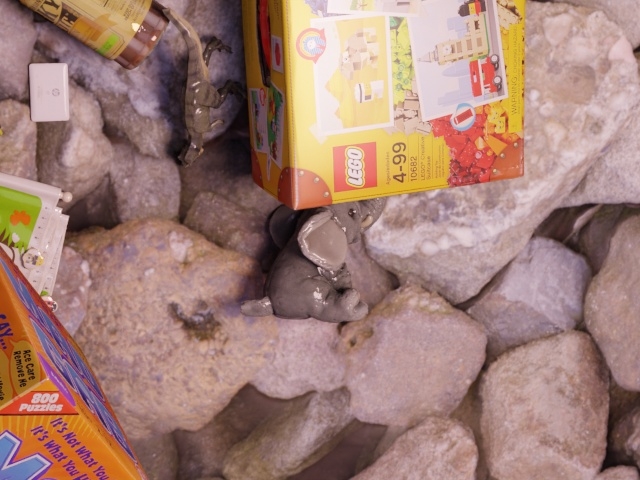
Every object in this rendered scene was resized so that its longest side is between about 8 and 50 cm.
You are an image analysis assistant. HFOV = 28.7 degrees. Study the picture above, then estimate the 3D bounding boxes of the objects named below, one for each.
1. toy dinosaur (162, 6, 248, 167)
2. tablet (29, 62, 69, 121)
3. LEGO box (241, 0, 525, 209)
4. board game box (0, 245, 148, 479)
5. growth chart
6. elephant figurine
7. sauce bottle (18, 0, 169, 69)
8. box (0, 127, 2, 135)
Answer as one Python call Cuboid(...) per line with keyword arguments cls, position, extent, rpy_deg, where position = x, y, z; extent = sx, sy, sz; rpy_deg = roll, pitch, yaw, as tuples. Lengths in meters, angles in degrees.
Cuboid(cls="toy dinosaur", position=(-0.167, -0.229, 1.811), extent=(0.118, 0.064, 0.268), rpy_deg=(-39, 139, -40))
Cuboid(cls="tablet", position=(-0.389, -0.213, 1.799), extent=(0.054, 0.006, 0.083), rpy_deg=(-4, 107, -16))
Cuboid(cls="LEGO box", position=(0.089, -0.328, 1.798), extent=(0.372, 0.193, 0.500), rpy_deg=(-9, 108, -19))
Cuboid(cls="board game box", position=(-0.485, 0.254, 1.652), extent=(0.356, 0.356, 0.356), rpy_deg=(-32, 138, -6))
Cuboid(cls="growth chart", position=(-0.455, 0.015, 1.837), extent=(0.172, 0.021, 0.237), rpy_deg=(6, 103, -17))
Cuboid(cls="elephant figurine", position=(0.000, 0.000, 1.918), extent=(0.169, 0.186, 0.239), rpy_deg=(6, 94, 25))
Cuboid(cls="sauce bottle", position=(-0.373, -0.365, 1.707), extent=(0.344, 0.111, 0.111), rpy_deg=(32, 94, -21))
Cuboid(cls="box", position=(-0.507, -0.212, 1.737), extent=(0.059, 0.054, 0.169), rpy_deg=(-28, 112, -8))
